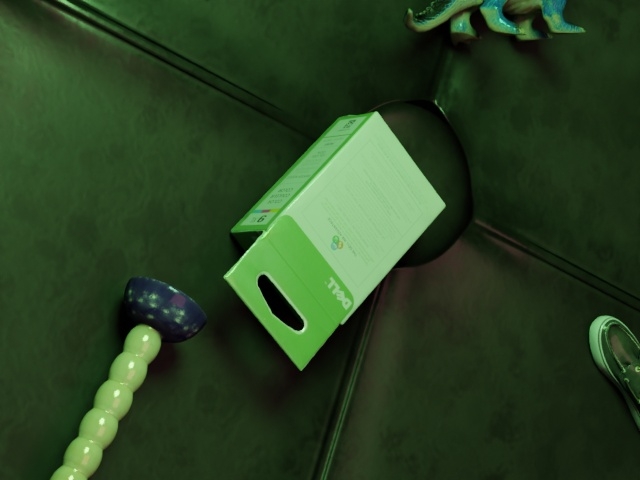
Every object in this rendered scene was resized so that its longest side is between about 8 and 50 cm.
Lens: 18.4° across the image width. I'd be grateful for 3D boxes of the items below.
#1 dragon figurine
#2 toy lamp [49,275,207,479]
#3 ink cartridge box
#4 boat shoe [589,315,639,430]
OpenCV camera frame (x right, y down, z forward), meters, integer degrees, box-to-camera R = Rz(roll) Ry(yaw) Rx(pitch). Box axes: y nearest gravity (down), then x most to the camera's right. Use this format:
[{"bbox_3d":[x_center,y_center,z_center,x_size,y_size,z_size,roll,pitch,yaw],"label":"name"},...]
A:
[{"bbox_3d":[0.161,-0.251,1.763,0.289,0.085,0.144,-7,91,-36],"label":"dragon figurine"},{"bbox_3d":[-0.179,0.161,1.508,0.080,0.080,0.275,41,64,-26],"label":"toy lamp"},{"bbox_3d":[0.000,0.000,1.649,0.209,0.062,0.109,-48,113,-27],"label":"ink cartridge box"},{"bbox_3d":[0.304,0.129,1.868,0.049,0.040,0.142,-43,111,-29],"label":"boat shoe"}]
